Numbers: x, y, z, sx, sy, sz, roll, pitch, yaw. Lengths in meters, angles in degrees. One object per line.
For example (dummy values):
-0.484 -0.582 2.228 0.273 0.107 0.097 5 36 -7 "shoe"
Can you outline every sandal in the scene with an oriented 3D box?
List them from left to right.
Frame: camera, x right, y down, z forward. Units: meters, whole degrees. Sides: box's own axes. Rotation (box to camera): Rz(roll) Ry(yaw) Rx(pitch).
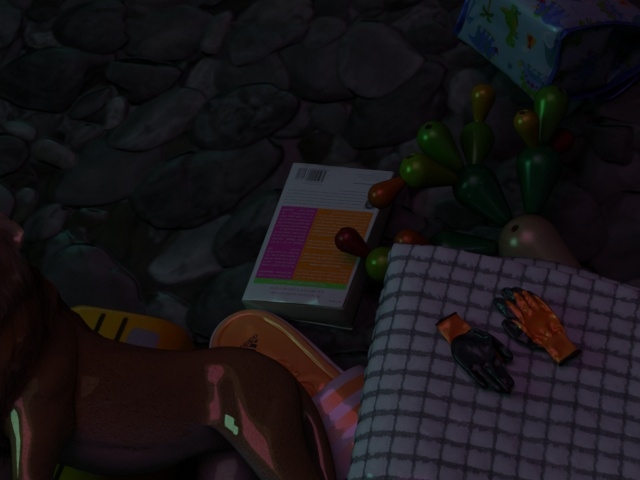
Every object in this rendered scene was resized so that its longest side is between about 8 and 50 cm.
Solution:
-0.005 0.130 1.223 0.102 0.076 0.265 -43 57 -14 "sandal"

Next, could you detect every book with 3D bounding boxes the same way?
0.000 0.000 1.338 0.096 0.035 0.144 7 58 22 "book"

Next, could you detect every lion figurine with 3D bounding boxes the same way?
-0.134 0.120 1.127 0.392 0.142 0.240 17 58 -25 "lion figurine"

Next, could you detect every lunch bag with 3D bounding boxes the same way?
0.213 -0.187 1.366 0.151 0.096 0.129 -18 48 -33 "lunch bag"

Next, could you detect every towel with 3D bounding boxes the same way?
0.167 0.135 1.122 0.283 0.121 0.235 10 51 4 "towel"

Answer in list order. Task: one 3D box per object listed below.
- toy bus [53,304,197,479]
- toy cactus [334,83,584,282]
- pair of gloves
-0.203 0.218 1.204 0.130 0.108 0.333 9 60 19 "toy bus"
0.137 -0.020 1.282 0.219 0.112 0.180 -40 77 -11 "toy cactus"
0.129 0.067 1.089 0.083 0.010 0.074 -25 57 -22 "pair of gloves"
